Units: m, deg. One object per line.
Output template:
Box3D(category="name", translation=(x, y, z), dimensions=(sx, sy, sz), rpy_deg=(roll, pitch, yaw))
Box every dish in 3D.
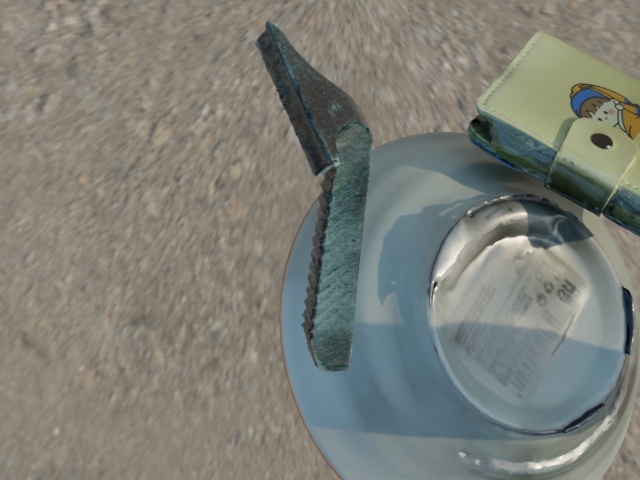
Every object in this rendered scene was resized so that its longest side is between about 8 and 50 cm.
Box3D(category="dish", translation=(0.109, 0.050, 0.979), dimensions=(0.260, 0.085, 0.260), rpy_deg=(6, 76, -25))

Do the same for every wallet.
Box3D(category="wallet", translation=(0.175, -0.058, 0.973), dimensions=(0.155, 0.110, 0.039), rpy_deg=(30, 137, 15))

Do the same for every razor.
Box3D(category="razor", translation=(0.006, -0.002, 0.626), dimensions=(0.033, 0.190, 0.066), rpy_deg=(-17, 57, -9))
